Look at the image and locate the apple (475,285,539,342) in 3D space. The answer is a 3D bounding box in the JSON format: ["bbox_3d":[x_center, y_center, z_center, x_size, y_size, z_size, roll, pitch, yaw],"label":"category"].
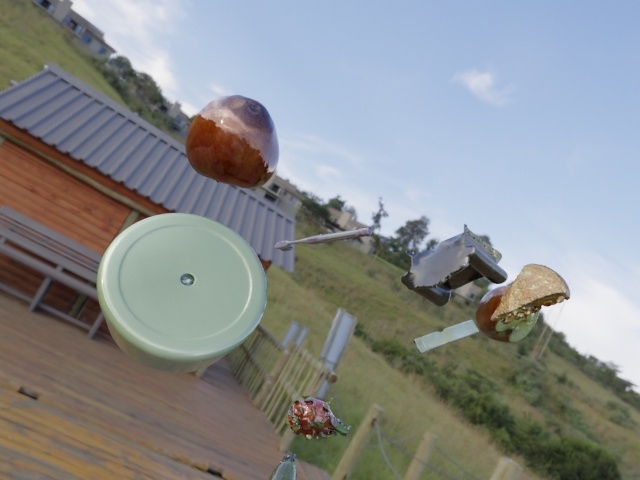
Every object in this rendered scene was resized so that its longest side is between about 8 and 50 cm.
[{"bbox_3d":[0.575,0.232,1.661,0.195,0.173,0.160,33,-7,-32],"label":"apple"}]

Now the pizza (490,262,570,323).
[{"bbox_3d":[0.514,0.149,1.321,0.062,0.199,0.188,47,10,-16],"label":"pizza"}]

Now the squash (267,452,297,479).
[{"bbox_3d":[-0.115,0.697,1.433,0.087,0.087,0.331,30,23,-4],"label":"squash"}]

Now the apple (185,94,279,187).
[{"bbox_3d":[-0.201,-0.236,1.276,0.230,0.229,0.230,29,-7,4],"label":"apple"}]

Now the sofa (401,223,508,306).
[{"bbox_3d":[0.396,0.101,1.566,0.200,0.181,0.258,32,-44,-32],"label":"sofa"}]

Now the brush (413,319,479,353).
[{"bbox_3d":[0.257,0.200,1.099,0.179,0.033,0.030,-10,-16,-33],"label":"brush"}]

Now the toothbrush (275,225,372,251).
[{"bbox_3d":[0.000,0.000,1.361,0.029,0.024,0.354,34,-28,-34],"label":"toothbrush"}]

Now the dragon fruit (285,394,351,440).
[{"bbox_3d":[0.000,0.588,1.758,0.236,0.137,0.135,10,4,-15],"label":"dragon fruit"}]

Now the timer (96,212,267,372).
[{"bbox_3d":[-0.281,0.148,1.035,0.291,0.290,0.315,30,-39,-2],"label":"timer"}]
